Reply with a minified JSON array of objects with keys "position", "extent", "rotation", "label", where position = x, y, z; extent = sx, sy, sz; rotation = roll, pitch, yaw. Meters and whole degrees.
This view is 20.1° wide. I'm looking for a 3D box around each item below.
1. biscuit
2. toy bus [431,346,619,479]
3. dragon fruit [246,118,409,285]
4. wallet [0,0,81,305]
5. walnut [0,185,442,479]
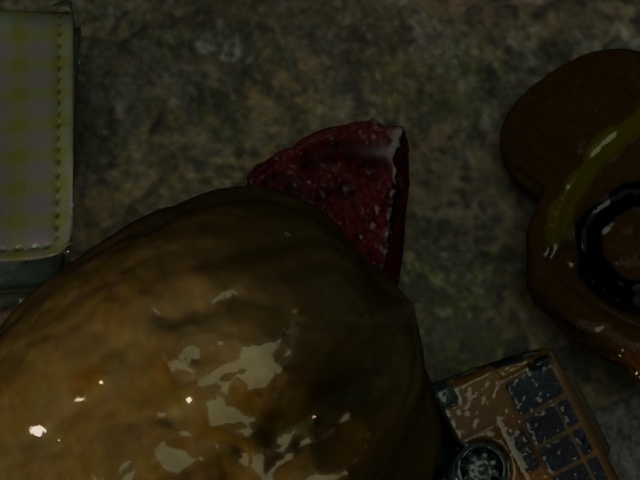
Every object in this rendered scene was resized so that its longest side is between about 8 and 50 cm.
[{"position":[0.233,-0.006,1.129],"extent":[0.208,0.041,0.290],"rotation":[-40,67,-10],"label":"biscuit"},{"position":[0.133,0.155,1.109],"extent":[0.103,0.091,0.182],"rotation":[-26,86,-13],"label":"toy bus"},{"position":[0.000,0.000,1.130],"extent":[0.106,0.083,0.162],"rotation":[8,97,13],"label":"dragon fruit"},{"position":[-0.299,-0.056,1.073],"extent":[0.309,0.077,0.223],"rotation":[0,56,-6],"label":"wallet"},{"position":[-0.070,0.103,0.991],"extent":[0.283,0.283,0.227],"rotation":[-39,116,-12],"label":"walnut"}]
